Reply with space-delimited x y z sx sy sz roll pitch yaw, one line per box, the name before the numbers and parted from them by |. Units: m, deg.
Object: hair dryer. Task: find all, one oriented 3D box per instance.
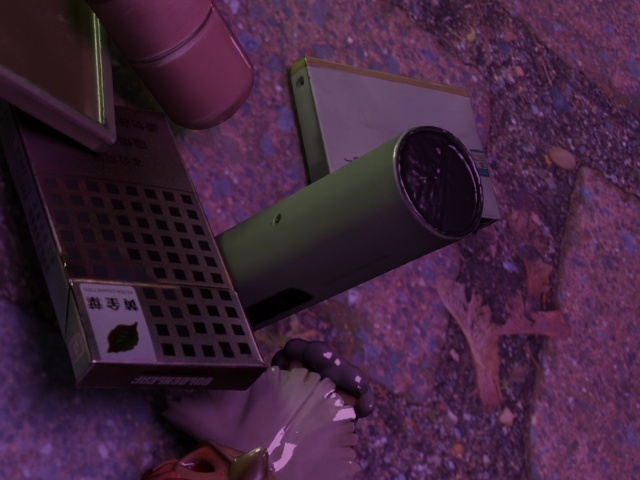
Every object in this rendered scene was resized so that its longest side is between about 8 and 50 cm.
hair dryer | -0.151 -0.286 1.406 0.189 0.107 0.344 55 21 -37

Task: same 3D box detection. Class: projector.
projector | 0.000 0.000 1.229 0.108 0.337 0.108 18 61 -35

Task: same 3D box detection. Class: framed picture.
framed picture | -0.365 -0.295 1.185 0.446 0.028 0.326 31 36 -39

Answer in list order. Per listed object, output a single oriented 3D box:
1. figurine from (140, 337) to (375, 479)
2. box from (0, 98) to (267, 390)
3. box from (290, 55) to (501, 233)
figurine | -0.082 0.232 1.159 0.207 0.166 0.387 39 43 4
box | -0.181 -0.005 1.215 0.180 0.047 0.325 7 45 -39
box | 0.091 -0.108 1.568 0.270 0.045 0.211 3 66 -40
